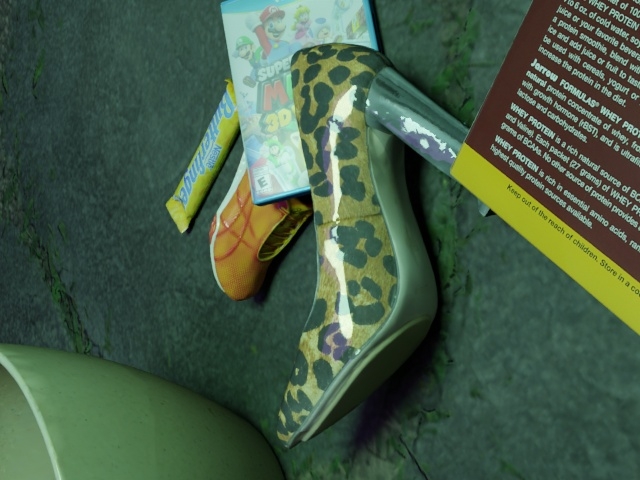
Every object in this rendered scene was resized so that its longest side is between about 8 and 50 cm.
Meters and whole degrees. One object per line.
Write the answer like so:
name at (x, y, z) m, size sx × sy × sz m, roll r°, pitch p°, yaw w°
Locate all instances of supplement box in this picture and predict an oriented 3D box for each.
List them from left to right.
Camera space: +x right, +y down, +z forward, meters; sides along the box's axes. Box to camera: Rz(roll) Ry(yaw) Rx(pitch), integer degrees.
supplement box at (0.199, -0.062, 0.452) m, size 0.191 × 0.129 × 0.194 m, roll 47°, pitch 125°, yaw 40°

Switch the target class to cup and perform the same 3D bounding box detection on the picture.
cup at (-0.166, 0.240, 0.810) m, size 0.331 × 0.237 × 0.331 m, roll 2°, pitch 92°, yaw 50°

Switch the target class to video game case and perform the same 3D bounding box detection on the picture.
video game case at (-0.009, -0.120, 0.747) m, size 0.119 × 0.015 × 0.166 m, roll -14°, pitch 78°, yaw 19°

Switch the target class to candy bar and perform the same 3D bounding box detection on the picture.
candy bar at (-0.103, -0.078, 0.903) m, size 0.040 × 0.018 × 0.161 m, roll 57°, pitch 131°, yaw 33°

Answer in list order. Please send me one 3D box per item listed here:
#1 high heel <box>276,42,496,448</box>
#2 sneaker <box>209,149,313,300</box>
high heel at (0.000, 0.000, 0.692) m, size 0.186 × 0.093 × 0.261 m, roll 40°, pitch 107°, yaw 23°
sneaker at (-0.042, -0.022, 0.797) m, size 0.067 × 0.064 × 0.175 m, roll 38°, pitch 121°, yaw 35°
